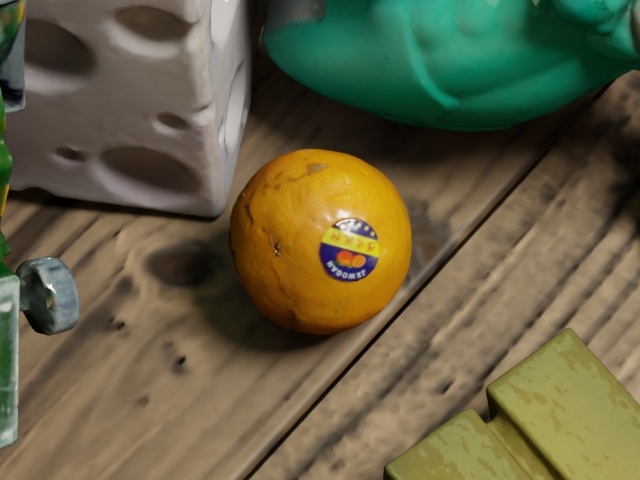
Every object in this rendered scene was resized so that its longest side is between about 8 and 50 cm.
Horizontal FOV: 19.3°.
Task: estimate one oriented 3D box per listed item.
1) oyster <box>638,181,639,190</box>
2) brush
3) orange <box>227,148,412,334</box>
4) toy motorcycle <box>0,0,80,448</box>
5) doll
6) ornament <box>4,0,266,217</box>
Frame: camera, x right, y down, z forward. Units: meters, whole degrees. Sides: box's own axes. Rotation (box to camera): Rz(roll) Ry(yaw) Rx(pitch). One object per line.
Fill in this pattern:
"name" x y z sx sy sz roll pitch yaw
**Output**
"oyster" 0.269 -0.112 0.800 0.345 0.078 0.128 -55 45 4
"brush" 0.133 0.150 0.722 0.103 0.047 0.233 -35 64 -13
"orange" -0.001 0.000 0.818 0.083 0.083 0.083 -4 57 6
"toy motorcycle" -0.177 0.005 0.757 0.124 0.275 0.187 -14 36 -34
"doll" 0.099 -0.121 0.830 0.258 0.195 0.153 8 80 14
"ornament" -0.143 -0.183 0.849 0.239 0.240 0.239 8 59 7
